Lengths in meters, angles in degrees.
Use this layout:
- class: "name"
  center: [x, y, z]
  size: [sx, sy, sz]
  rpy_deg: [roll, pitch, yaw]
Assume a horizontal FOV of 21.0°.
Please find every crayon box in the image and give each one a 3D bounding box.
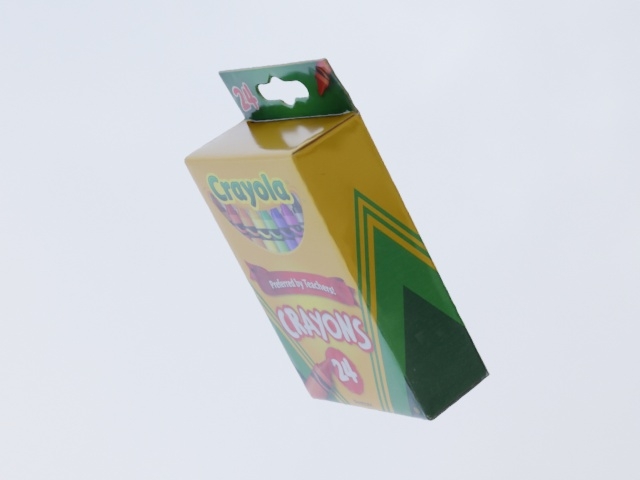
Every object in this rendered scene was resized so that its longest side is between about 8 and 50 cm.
- class: "crayon box"
  center: [0.000, 0.000, 1.516]
  size: [0.081, 0.202, 0.318]
  rpy_deg: [-35, -73, -25]
